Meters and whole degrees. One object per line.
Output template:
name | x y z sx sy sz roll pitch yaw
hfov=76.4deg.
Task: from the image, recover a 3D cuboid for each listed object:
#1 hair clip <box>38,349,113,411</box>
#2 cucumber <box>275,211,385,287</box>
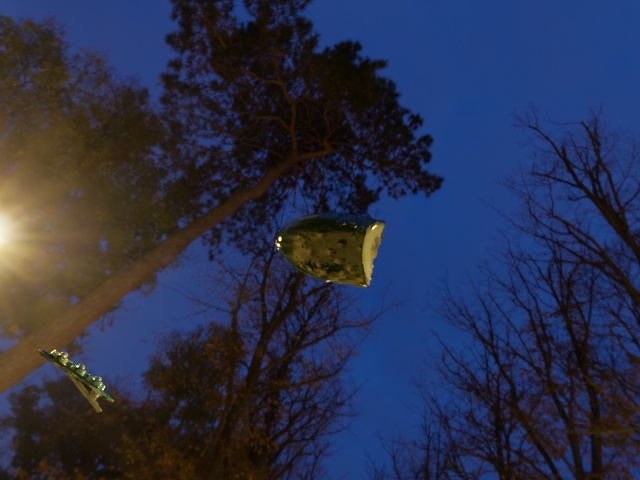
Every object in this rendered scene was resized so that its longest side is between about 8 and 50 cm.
hair clip | -0.480 0.268 0.807 0.049 0.049 0.173 -31 -74 30
cucumber | 0.000 0.000 0.368 0.107 0.067 0.035 7 -20 32
